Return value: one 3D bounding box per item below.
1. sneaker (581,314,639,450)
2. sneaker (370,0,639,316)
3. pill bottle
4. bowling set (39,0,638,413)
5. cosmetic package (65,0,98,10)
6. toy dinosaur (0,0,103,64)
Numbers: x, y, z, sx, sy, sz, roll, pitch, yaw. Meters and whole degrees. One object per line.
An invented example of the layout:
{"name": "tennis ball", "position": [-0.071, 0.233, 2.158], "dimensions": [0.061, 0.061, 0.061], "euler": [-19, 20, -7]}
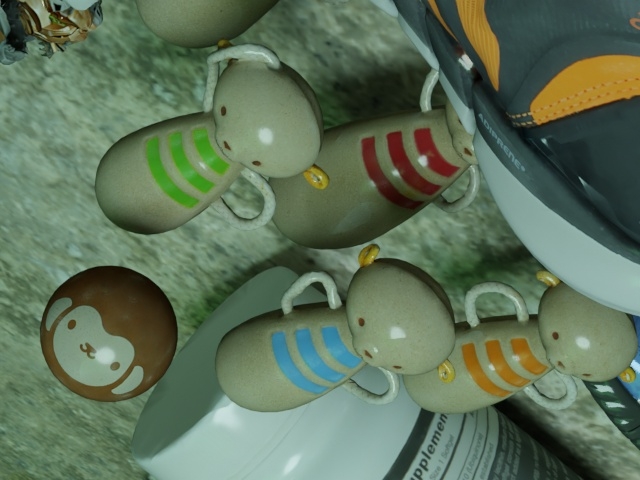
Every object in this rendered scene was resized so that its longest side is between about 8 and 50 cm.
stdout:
{"name": "sneaker", "position": [0.194, 0.073, 0.742], "dimensions": [0.211, 0.080, 0.081], "euler": [42, 118, -15]}
{"name": "sneaker", "position": [0.043, -0.143, 0.421], "dimensions": [0.321, 0.125, 0.180], "euler": [51, 163, 28]}
{"name": "pill bottle", "position": [0.043, 0.150, 0.857], "dimensions": [0.278, 0.162, 0.162], "euler": [40, 145, -16]}
{"name": "bowling set", "position": [0.000, 0.000, 0.623], "dimensions": [0.154, 0.200, 0.287], "euler": [-23, 109, 47]}
{"name": "cosmetic package", "position": [-0.124, -0.208, 0.552], "dimensions": [0.231, 0.117, 0.085], "euler": [41, 146, -19]}
{"name": "toy dinosaur", "position": [-0.229, -0.200, 0.655], "dimensions": [0.218, 0.164, 0.322], "euler": [-19, 106, 31]}
